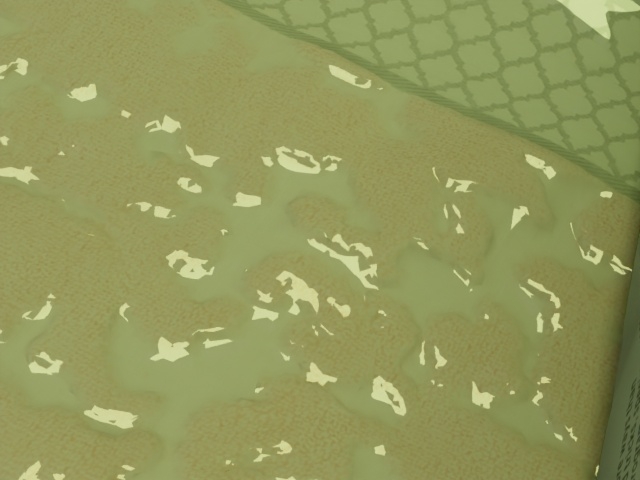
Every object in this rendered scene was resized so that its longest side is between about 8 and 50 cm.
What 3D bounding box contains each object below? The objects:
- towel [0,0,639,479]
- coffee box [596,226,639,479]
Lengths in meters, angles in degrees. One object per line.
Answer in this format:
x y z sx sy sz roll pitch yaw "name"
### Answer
0.000 0.000 0.532 0.332 0.053 0.317 27 53 8 "towel"
0.273 -0.002 0.367 0.337 0.334 0.338 20 51 -4 "coffee box"
